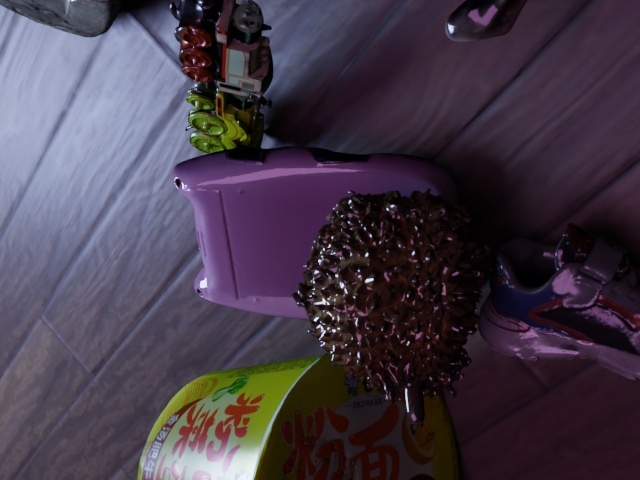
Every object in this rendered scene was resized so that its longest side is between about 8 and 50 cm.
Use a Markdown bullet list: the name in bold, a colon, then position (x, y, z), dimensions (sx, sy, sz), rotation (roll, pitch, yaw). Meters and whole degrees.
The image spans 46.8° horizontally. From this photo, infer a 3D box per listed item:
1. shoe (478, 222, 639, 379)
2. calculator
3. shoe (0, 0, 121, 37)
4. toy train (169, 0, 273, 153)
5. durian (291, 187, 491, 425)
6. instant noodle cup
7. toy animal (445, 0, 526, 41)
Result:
- **shoe**: position (0.232, 0.035, 0.605), dimensions (0.228, 0.099, 0.125), rotation (0, 114, 36)
- **calculator**: position (0.000, 0.000, 0.726), dimensions (0.294, 0.043, 0.194), rotation (2, 119, 12)
- **shoe**: position (-0.225, -0.333, 0.707), dimensions (0.342, 0.132, 0.210), rotation (-11, 63, 63)
- **toy train**: position (-0.084, -0.141, 0.658), dimensions (0.085, 0.053, 0.249), rotation (13, 162, -2)
- **durian**: position (0.068, 0.054, 0.608), dimensions (0.167, 0.196, 0.196), rotation (-13, 104, 25)
- **instant noodle cup**: position (-0.030, 0.256, 0.760), dimensions (0.222, 0.311, 0.311), rotation (-7, 107, 44)
- **toy animal**: position (0.025, -0.331, 0.521), dimensions (0.344, 0.194, 0.302), rotation (18, 125, 21)
